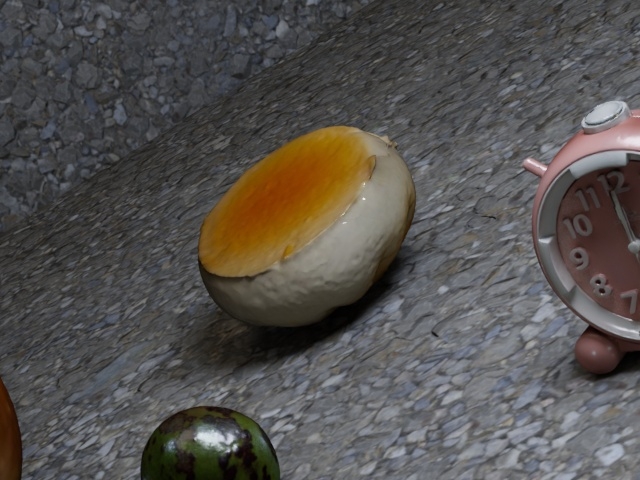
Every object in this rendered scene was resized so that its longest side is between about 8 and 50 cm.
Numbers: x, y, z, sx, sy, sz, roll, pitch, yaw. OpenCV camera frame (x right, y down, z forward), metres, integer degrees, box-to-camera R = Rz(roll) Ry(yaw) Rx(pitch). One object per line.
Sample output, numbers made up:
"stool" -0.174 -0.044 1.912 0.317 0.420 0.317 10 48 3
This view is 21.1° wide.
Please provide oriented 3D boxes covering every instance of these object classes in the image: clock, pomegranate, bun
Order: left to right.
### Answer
"pomegranate" -0.114 0.242 1.693 0.148 0.148 0.169 -22 18 20
"bun" 0.000 0.000 2.138 0.299 0.165 0.299 -28 32 19
"clock" 0.313 -0.021 1.611 0.227 0.241 0.142 -16 19 37

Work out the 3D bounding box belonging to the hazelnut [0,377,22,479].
"hazelnut" -0.512 0.262 1.983 0.372 0.315 0.372 -9 47 10
